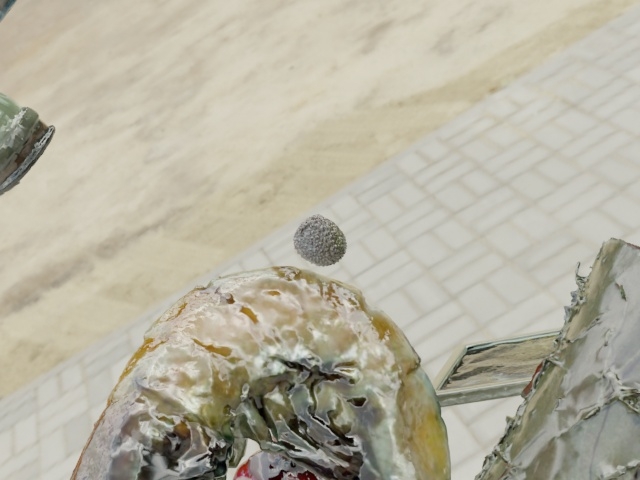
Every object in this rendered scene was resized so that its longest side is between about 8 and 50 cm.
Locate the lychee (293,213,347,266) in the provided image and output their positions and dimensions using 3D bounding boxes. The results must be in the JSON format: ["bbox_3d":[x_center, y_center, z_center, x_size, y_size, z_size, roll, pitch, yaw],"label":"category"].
[{"bbox_3d":[0.000,0.000,1.246,0.067,0.068,0.083,-4,31,-35],"label":"lychee"}]

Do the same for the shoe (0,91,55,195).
[{"bbox_3d":[-0.375,-0.087,0.892,0.293,0.149,0.109,-20,35,40],"label":"shoe"}]

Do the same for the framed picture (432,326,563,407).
[{"bbox_3d":[0.308,0.148,1.238,0.324,0.020,0.240,-13,6,23],"label":"framed picture"}]

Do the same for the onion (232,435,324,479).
[{"bbox_3d":[-0.019,0.290,1.147,0.135,0.198,0.173,-12,27,-41],"label":"onion"}]

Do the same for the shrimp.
[{"bbox_3d":[-0.043,0.176,0.591,0.071,0.233,0.365,112,179,-59],"label":"shrimp"}]

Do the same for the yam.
[{"bbox_3d":[0.233,0.188,0.756,0.348,0.241,0.241,-56,32,-9],"label":"yam"}]

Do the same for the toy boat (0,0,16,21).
[{"bbox_3d":[-0.388,-0.226,0.958,0.299,0.134,0.092,-54,34,-7],"label":"toy boat"}]
